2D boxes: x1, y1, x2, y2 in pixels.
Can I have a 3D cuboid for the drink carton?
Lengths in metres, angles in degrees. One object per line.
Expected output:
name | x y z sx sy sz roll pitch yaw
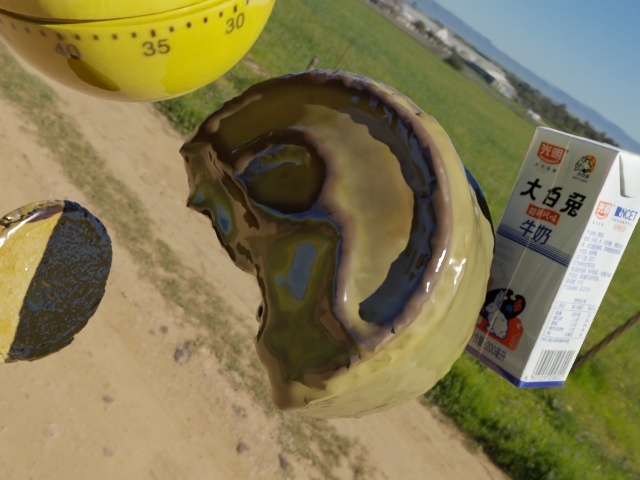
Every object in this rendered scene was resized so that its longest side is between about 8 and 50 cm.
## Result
drink carton | 0.294 0.023 0.848 0.106 0.315 0.130 8 18 -38

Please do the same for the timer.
timer | -0.204 -0.349 0.677 0.376 0.387 0.376 0 44 0

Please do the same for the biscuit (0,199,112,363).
biscuit | -0.354 0.052 0.833 0.042 0.226 0.226 18 13 25

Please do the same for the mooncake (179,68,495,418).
mooncake | 0.000 0.000 0.811 0.394 0.393 0.246 21 -5 27
